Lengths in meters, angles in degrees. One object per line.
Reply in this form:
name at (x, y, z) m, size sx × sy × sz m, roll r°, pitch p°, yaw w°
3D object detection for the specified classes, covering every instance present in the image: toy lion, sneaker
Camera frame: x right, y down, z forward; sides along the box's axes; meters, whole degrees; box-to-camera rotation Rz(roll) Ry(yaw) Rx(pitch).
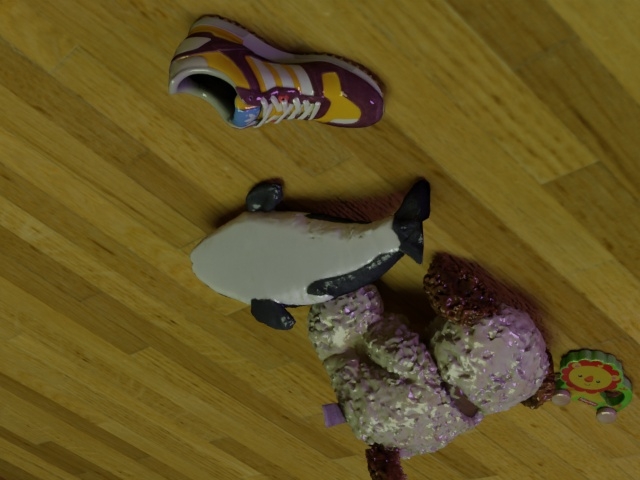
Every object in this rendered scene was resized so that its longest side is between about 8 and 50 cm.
toy lion at (0.323, 0.167, 1.043) m, size 0.100 × 0.034 × 0.096 m, roll 23°, pitch 137°, yaw -7°
sneaker at (-0.038, -0.122, 0.759) m, size 0.185 × 0.084 × 0.069 m, roll 18°, pitch 145°, yaw 0°

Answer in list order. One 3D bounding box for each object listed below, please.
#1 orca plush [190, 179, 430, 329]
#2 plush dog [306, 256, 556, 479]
orca plush at (0.000, 0.000, 0.939) m, size 0.287 × 0.102 × 0.151 m, roll -26°, pitch 82°, yaw 32°
plush dog at (0.138, 0.145, 0.980) m, size 0.225 × 0.211 × 0.262 m, roll -33°, pitch 124°, yaw 20°
